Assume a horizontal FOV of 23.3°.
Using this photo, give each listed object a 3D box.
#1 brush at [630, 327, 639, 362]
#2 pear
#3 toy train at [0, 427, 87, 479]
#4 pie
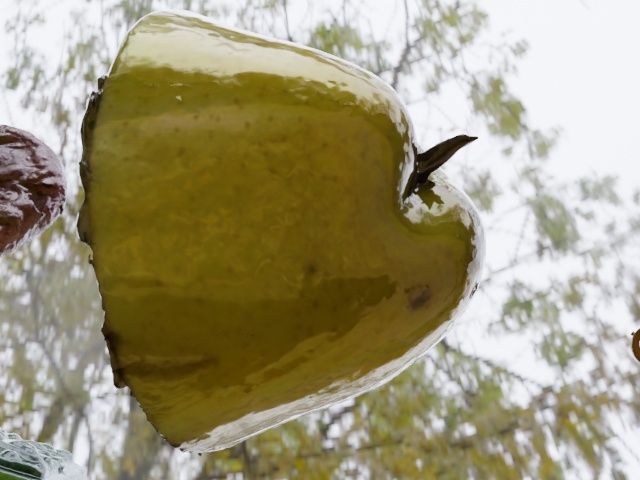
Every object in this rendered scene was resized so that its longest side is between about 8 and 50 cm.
[{"bbox_3d":[0.434,0.171,1.496,0.314,0.017,0.090,32,-89,20],"label":"brush"},{"bbox_3d":[-0.001,0.000,0.835,0.178,0.267,0.267,1,-59,21],"label":"pear"},{"bbox_3d":[-0.306,0.250,1.186,0.299,0.167,0.238,17,-90,5],"label":"toy train"},{"bbox_3d":[-0.277,-0.040,1.256,0.154,0.154,0.036,-1,-45,-4],"label":"pie"}]
